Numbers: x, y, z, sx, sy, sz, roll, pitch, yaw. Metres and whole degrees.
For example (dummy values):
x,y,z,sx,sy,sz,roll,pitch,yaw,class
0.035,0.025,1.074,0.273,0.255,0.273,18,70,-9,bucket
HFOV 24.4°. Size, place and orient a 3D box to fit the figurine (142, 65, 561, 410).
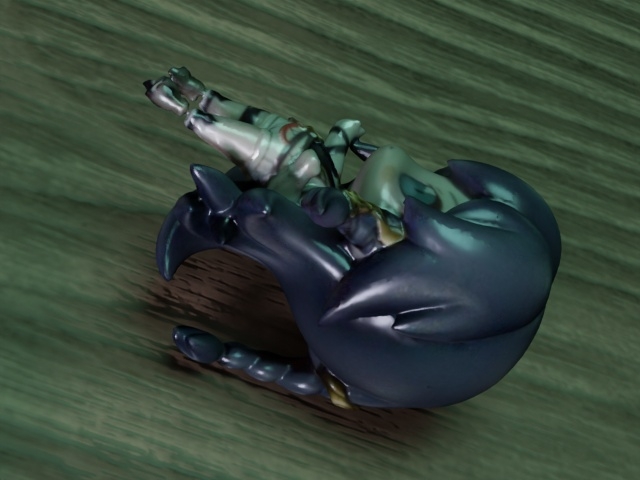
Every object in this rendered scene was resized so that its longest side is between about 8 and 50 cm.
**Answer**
x,y,z,sx,sy,sz,roll,pitch,yaw,class
0.013,0.002,0.926,0.265,0.197,0.175,16,42,13,figurine
